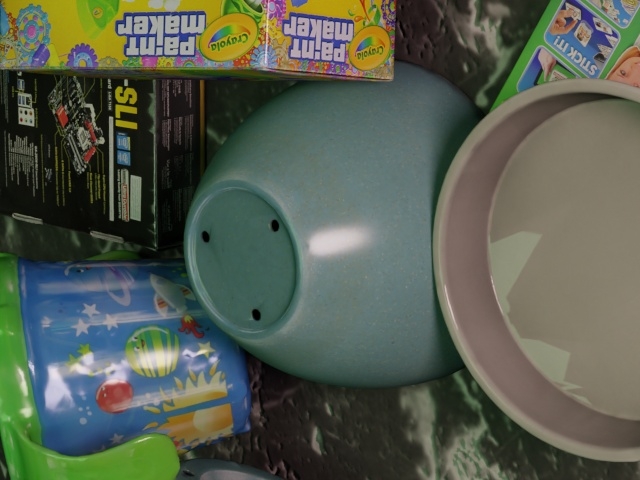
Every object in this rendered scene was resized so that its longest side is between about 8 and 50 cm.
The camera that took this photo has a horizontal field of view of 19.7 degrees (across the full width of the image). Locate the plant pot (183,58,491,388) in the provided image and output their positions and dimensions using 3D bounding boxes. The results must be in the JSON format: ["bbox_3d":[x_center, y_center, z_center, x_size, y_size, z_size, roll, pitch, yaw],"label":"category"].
[{"bbox_3d":[0.000,0.000,1.557,0.290,0.195,0.290,11,107,39],"label":"plant pot"}]

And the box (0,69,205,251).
[{"bbox_3d":[-0.227,-0.168,1.799,0.257,0.079,0.322,10,106,37],"label":"box"}]

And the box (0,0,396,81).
[{"bbox_3d":[-0.101,-0.272,1.511,0.290,0.177,0.279,5,94,36],"label":"box"}]

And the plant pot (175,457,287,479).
[{"bbox_3d":[-0.095,0.352,1.695,0.271,0.271,0.255,31,104,33],"label":"plant pot"}]

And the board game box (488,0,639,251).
[{"bbox_3d":[0.290,-0.083,1.382,0.317,0.046,0.213,44,125,25],"label":"board game box"}]

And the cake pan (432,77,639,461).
[{"bbox_3d":[0.217,0.020,1.396,0.293,0.054,0.293,10,106,37],"label":"cake pan"}]

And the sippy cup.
[{"bbox_3d":[-0.183,0.114,1.702,0.240,0.224,0.305,91,169,-64],"label":"sippy cup"}]
